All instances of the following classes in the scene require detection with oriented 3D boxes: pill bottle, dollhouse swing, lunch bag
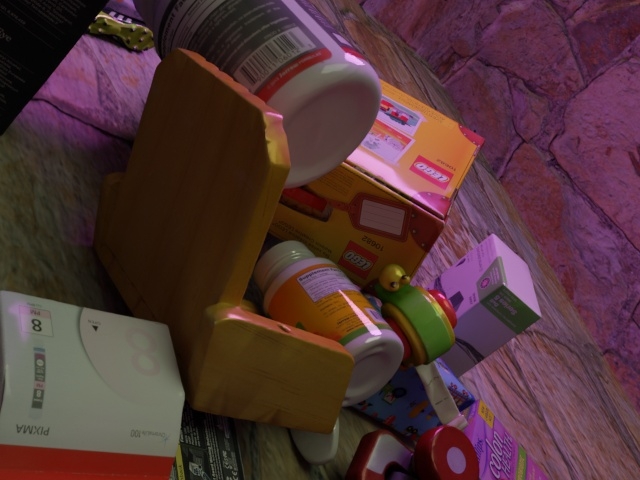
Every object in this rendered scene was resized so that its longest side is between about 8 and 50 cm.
[{"bbox_3d":[-0.099,-0.262,0.993,0.363,0.210,0.210,52,23,25],"label":"pill bottle"},{"bbox_3d":[-0.087,-0.007,0.892,0.315,0.305,0.347,24,12,-43],"label":"dollhouse swing"},{"bbox_3d":[0.119,0.190,1.318,0.221,0.138,0.293,34,20,-26],"label":"lunch bag"},{"bbox_3d":[0.000,0.111,1.061,0.136,0.136,0.246,20,22,-47],"label":"pill bottle"}]

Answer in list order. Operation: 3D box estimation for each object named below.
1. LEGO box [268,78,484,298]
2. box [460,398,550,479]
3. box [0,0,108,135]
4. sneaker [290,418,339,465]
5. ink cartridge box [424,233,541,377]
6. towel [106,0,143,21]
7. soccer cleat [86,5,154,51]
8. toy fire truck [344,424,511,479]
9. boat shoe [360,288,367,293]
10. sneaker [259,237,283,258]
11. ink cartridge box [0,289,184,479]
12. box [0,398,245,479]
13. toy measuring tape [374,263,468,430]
[{"bbox_3d":[0.004,-0.166,1.276,0.500,0.193,0.372,31,35,6],"label":"LEGO box"},{"bbox_3d":[0.300,0.442,1.253,0.243,0.117,0.213,49,25,-1],"label":"box"},{"bbox_3d":[-0.393,-0.374,1.006,0.179,0.312,0.343,36,29,-26],"label":"box"},{"bbox_3d":[0.001,0.245,1.089,0.094,0.080,0.212,44,21,-42],"label":"sneaker"},{"bbox_3d":[0.298,0.147,1.480,0.114,0.273,0.198,40,26,-16],"label":"ink cartridge box"},{"bbox_3d":[-0.447,-0.612,1.519,0.320,0.090,0.374,1,53,-58],"label":"towel"},{"bbox_3d":[-0.387,-0.413,1.375,0.179,0.060,0.072,6,48,-53],"label":"soccer cleat"},{"bbox_3d":[0.150,0.423,1.005,0.302,0.169,0.254,43,44,-12],"label":"toy fire truck"},{"bbox_3d":[0.121,0.090,1.528,0.042,0.049,0.133,46,19,10],"label":"boat shoe"},{"bbox_3d":[0.000,0.000,1.332,0.094,0.151,0.256,58,27,13],"label":"sneaker"},{"bbox_3d":[-0.205,0.165,0.653,0.189,0.066,0.232,21,31,-44],"label":"ink cartridge box"},{"bbox_3d":[-0.203,0.269,0.681,0.318,0.097,0.395,29,31,-41],"label":"box"},{"bbox_3d":[0.171,0.181,1.100,0.330,0.121,0.121,64,20,-18],"label":"toy measuring tape"}]
